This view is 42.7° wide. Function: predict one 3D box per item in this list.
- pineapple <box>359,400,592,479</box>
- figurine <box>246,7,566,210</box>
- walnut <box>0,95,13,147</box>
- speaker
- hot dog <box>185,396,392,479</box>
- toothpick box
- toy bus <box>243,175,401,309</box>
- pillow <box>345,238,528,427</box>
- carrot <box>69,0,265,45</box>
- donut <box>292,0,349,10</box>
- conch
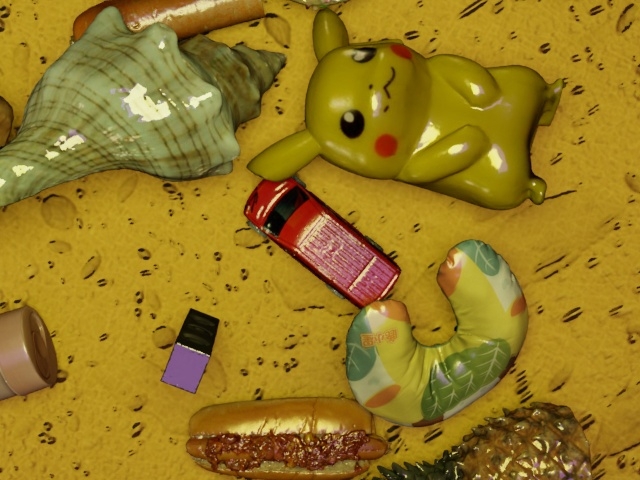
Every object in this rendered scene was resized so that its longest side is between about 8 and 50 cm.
[{"bbox_3d":[0.179,0.286,0.972,0.279,0.158,0.157,-13,96,0],"label":"pineapple"},{"bbox_3d":[0.103,-0.145,0.919,0.327,0.169,0.218,14,78,-8],"label":"figurine"},{"bbox_3d":[-0.432,-0.088,0.833,0.257,0.257,0.224,-22,97,-2],"label":"walnut"},{"bbox_3d":[-0.141,0.119,0.906,0.040,0.191,0.046,21,94,-7],"label":"speaker"},{"bbox_3d":[-0.036,0.240,0.984,0.249,0.076,0.102,2,92,-4],"label":"hot dog"},{"bbox_3d":[-0.391,0.144,0.935,0.149,0.098,0.098,-19,96,-2],"label":"toothpick box"},{"bbox_3d":[0.000,0.000,0.958,0.195,0.089,0.081,39,91,-7],"label":"toy bus"},{"bbox_3d":[0.136,0.117,0.958,0.233,0.086,0.214,-31,123,0],"label":"pillow"},{"bbox_3d":[-0.177,-0.255,0.934,0.225,0.067,0.067,-16,96,-5],"label":"carrot"},{"bbox_3d":[-0.002,-0.343,0.930,0.175,0.068,0.174,0,86,-1],"label":"donut"},{"bbox_3d":[-0.186,-0.148,0.852,0.386,0.169,0.203,-23,75,-45],"label":"conch"}]
